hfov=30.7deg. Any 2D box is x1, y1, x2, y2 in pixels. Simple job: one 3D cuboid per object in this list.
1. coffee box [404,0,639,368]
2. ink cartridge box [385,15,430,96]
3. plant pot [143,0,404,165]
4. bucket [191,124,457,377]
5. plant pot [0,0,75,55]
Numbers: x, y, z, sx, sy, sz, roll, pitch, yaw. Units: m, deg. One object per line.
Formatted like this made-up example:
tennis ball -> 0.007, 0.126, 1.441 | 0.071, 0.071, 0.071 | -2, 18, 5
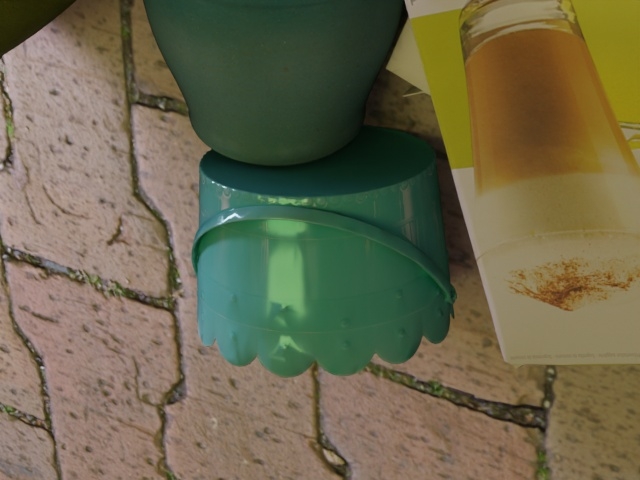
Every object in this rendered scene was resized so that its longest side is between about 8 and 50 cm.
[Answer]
coffee box -> 0.313, -0.125, 0.885 | 0.337, 0.338, 0.334 | -5, 112, 33
ink cartridge box -> 0.135, -0.199, 1.113 | 0.090, 0.092, 0.143 | 33, 128, 12
plant pot -> -0.045, -0.222, 1.116 | 0.271, 0.272, 0.255 | 21, 136, 21
bucket -> 0.000, 0.000, 1.195 | 0.281, 0.281, 0.183 | 9, 115, 28
plant pot -> -0.389, -0.343, 1.225 | 0.366, 0.366, 0.353 | 51, 141, -1
